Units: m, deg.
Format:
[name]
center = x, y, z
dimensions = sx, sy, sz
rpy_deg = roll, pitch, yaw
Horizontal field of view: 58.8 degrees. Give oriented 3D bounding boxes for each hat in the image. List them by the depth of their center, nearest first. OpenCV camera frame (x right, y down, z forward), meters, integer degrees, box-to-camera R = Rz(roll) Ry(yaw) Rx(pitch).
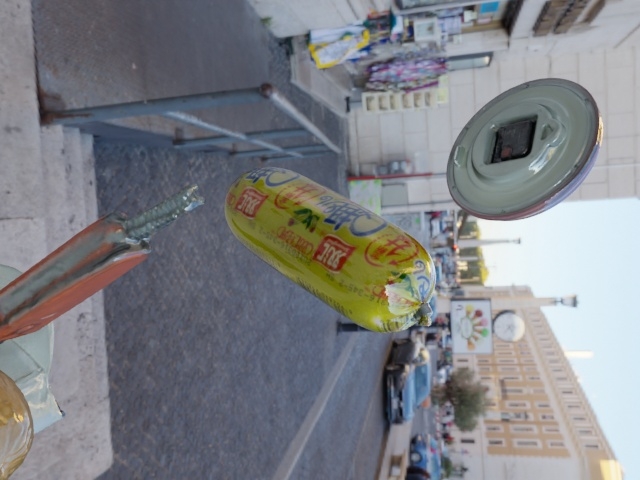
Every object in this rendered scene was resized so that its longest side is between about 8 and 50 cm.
[hat]
center = -0.550, 0.184, 0.916
dimensions = 0.168, 0.258, 0.301
rpy_deg = 2, 88, -52

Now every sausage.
[sausage]
center = 0.000, 0.000, 0.697
dimensions = 0.123, 0.347, 0.123
rpy_deg = -32, 138, -34

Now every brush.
[brush]
center = -0.242, 0.030, 0.555
dimensions = 0.051, 0.323, 0.070
rpy_deg = 62, 16, 7

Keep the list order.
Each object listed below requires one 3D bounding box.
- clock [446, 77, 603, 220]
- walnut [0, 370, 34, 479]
[clock]
center = 0.296, -0.138, 0.853
dimensions = 0.056, 0.244, 0.244
rpy_deg = 35, 47, -37
[walnut]
center = -0.411, 0.200, 0.607
dimensions = 0.165, 0.197, 0.165
rpy_deg = -45, 154, -29
